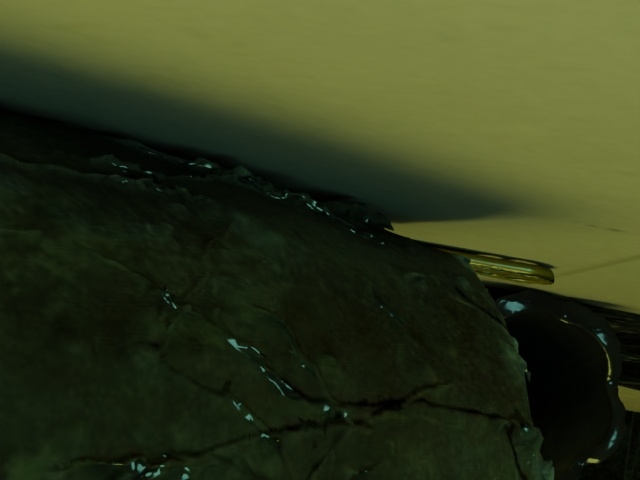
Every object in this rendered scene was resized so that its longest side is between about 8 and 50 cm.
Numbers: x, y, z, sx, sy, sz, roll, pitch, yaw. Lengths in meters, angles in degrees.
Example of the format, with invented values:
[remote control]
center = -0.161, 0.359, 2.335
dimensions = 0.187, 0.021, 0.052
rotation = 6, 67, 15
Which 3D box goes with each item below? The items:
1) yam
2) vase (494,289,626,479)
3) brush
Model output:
[yam]
center = -0.108, 0.068, 0.493
dimensions = 0.348, 0.241, 0.241
rotation = 10, 175, -34
[vase]
center = 0.090, 0.081, 0.898
dimensions = 0.115, 0.115, 0.237
rotation = 11, 179, -12
[brush]
center = 0.000, 0.000, 0.670
dimensions = 0.218, 0.010, 0.082
rotation = 10, 174, -7
